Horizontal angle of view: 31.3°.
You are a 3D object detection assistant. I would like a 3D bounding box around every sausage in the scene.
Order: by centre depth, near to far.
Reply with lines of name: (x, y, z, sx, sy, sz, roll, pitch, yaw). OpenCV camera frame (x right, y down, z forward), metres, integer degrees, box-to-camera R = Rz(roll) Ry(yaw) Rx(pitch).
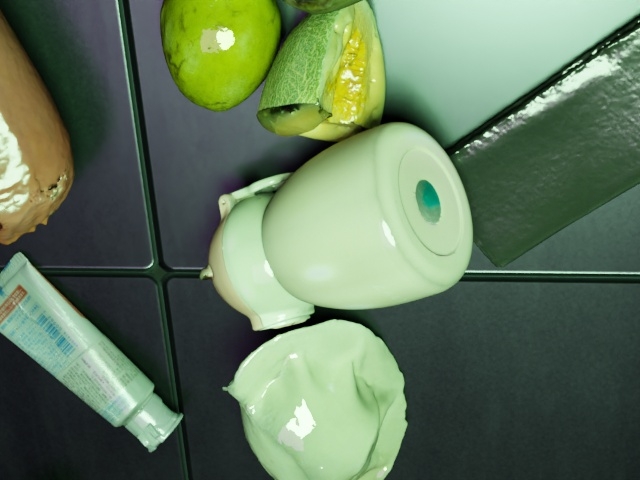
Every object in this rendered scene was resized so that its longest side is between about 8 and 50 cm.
sausage: (-0.318, -0.126, 0.982, 0.152, 0.152, 0.279, -22, 110, 18)

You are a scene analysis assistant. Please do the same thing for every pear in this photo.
pear: (-0.084, -0.172, 0.948, 0.107, 0.107, 0.131, 19, 132, -1)

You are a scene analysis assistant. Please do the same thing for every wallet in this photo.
wallet: (0.219, -0.080, 0.994, 0.244, 0.025, 0.124, -35, 106, 23)

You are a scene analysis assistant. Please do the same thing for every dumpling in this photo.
dumpling: (0.010, 0.168, 1.112, 0.166, 0.126, 0.216, -36, 99, -5)

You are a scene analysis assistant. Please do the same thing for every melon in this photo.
melon: (0.000, -0.143, 0.947, 0.079, 0.160, 0.128, 13, 91, 21)

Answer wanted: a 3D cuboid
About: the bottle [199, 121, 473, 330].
bottle: (0.000, 0.000, 0.999, 0.236, 0.147, 0.147, -20, 113, 35)

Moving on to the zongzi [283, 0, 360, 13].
zongzi: (0.024, -0.381, 0.785, 0.356, 0.174, 0.393, -32, 106, 19)

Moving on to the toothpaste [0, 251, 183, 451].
toothpaste: (-0.242, 0.119, 1.152, 0.234, 0.057, 0.089, 42, 113, -6)
